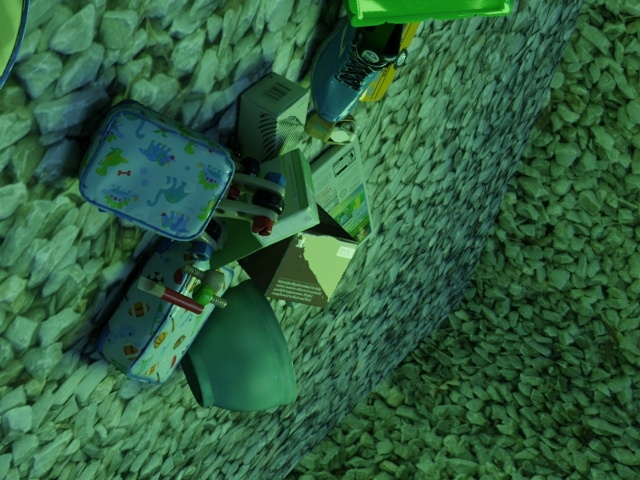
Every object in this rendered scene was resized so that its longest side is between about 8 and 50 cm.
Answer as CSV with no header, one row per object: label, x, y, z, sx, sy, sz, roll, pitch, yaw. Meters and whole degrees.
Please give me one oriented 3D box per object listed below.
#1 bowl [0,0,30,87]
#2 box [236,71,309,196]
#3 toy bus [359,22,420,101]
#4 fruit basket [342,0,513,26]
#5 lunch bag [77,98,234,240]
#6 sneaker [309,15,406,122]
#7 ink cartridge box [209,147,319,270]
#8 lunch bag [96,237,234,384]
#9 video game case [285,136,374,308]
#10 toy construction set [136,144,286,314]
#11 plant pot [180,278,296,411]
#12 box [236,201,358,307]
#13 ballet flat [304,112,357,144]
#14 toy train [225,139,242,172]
bowl,-0.474,-0.232,1.075,0.391,0.077,0.391,-47,158,-25
box,-0.101,-0.185,1.972,0.113,0.094,0.275,-45,157,-37
toy bus,0.138,-0.462,2.091,0.130,0.108,0.332,-15,135,-59
fruit basket,0.184,-0.593,1.773,0.392,0.392,0.283,-50,159,-17
lunch bag,-0.262,-0.106,1.575,0.176,0.219,0.090,-61,-158,14
sneaker,0.075,-0.370,1.957,0.147,0.130,0.330,-95,-151,-57
ink cartridge box,-0.123,-0.058,1.874,0.235,0.171,0.056,-23,134,13
lunch bag,-0.305,0.145,1.980,0.303,0.115,0.243,-55,164,-4
video game case,0.002,-0.047,2.375,0.329,0.036,0.299,-43,137,-34
toy construction set,-0.236,-0.045,1.756,0.237,0.257,0.308,26,86,-32
plant pot,-0.201,0.252,2.195,0.196,0.293,0.293,-18,146,-17
box,-0.062,0.013,2.130,0.169,0.203,0.167,14,111,-37
ballet flat,0.040,-0.241,2.244,0.232,0.073,0.080,-11,131,-64
toy train,-0.173,-0.131,1.974,0.027,0.036,0.158,-40,154,-38
